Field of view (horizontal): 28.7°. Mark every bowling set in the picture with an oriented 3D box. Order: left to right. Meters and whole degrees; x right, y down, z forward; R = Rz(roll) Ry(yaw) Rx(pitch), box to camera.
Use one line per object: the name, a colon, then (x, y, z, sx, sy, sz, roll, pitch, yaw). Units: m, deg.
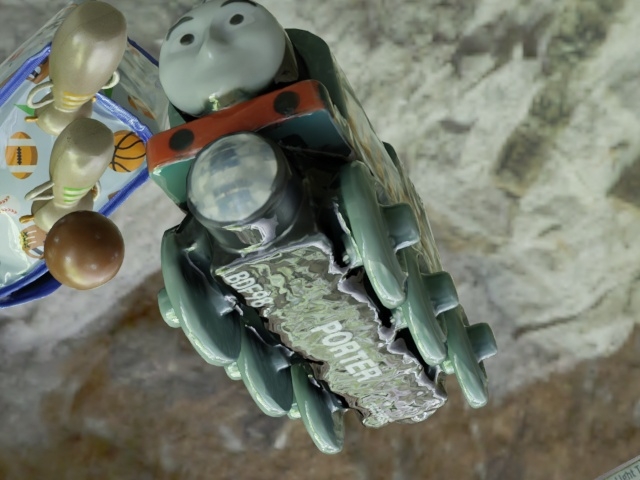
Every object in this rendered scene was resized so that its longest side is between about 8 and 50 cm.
bowling set: (-0.231, -0.027, 0.879, 0.287, 0.154, 0.200, -23, -104, -31)

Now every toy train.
toy train: (0.000, 0.000, 0.731, 0.334, 0.142, 0.190, 50, -158, -58)

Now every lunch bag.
lunch bag: (-0.370, -0.084, 1.583, 0.239, 0.385, 0.328, 45, -168, -15)

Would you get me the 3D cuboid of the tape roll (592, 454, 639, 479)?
tape roll: (0.196, 0.118, 0.535, 0.275, 0.275, 0.090, -4, -117, -59)
